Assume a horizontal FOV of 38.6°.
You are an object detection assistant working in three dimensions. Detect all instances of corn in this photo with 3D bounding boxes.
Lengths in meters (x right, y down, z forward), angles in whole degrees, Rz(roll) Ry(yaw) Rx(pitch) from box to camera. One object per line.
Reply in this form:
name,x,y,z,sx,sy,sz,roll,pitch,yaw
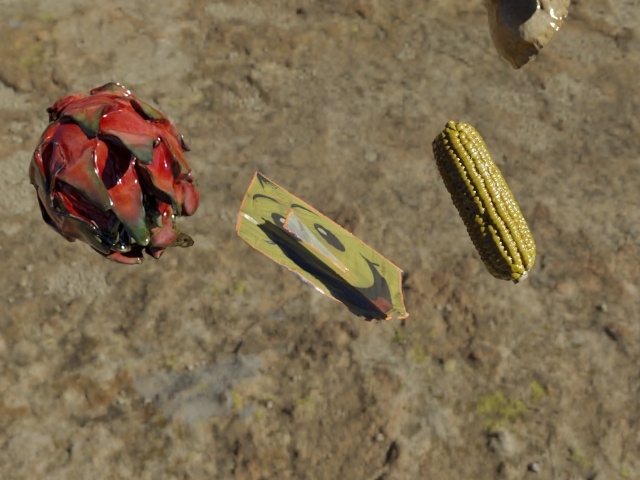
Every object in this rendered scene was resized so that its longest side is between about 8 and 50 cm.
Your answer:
corn,0.192,-0.043,1.064,0.068,0.207,0.068,-26,6,3

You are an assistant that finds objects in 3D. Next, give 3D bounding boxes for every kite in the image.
kite,-0.001,0.002,1.278,0.327,0.013,0.377,47,21,30

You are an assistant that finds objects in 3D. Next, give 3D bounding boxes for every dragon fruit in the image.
dragon fruit,-0.240,-0.070,1.073,0.193,0.192,0.274,-9,42,-8

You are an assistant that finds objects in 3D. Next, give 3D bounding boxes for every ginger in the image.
ginger,0.290,-0.407,1.318,0.190,0.126,0.354,8,68,-25
